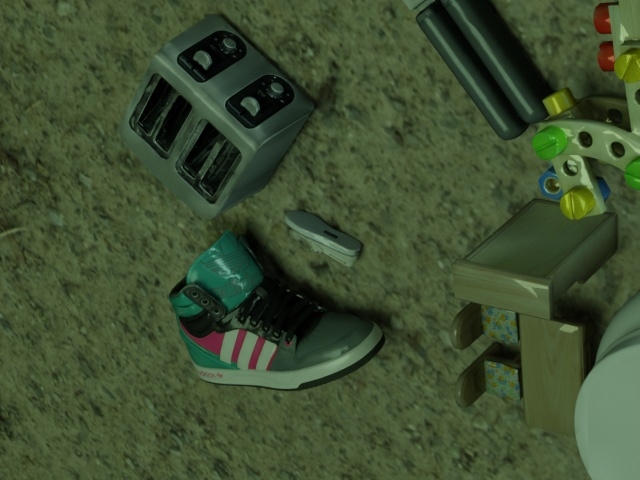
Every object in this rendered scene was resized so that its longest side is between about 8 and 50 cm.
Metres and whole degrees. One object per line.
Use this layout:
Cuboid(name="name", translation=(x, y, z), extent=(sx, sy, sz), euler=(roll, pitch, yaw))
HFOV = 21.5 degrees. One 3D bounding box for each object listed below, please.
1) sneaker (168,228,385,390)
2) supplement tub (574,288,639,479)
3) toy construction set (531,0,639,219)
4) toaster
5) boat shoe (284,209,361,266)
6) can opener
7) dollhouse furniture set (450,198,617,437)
Cuboid(name="sneaker", translation=(-0.070, 0.073, 1.994), extent=(0.296, 0.124, 0.178), euler=(-6, 121, 41))
Cuboid(name="supplement tub", translation=(0.390, 0.105, 1.493), extent=(0.241, 0.331, 0.241), euler=(19, 126, 29))
Cuboid(name="toy construction set", translation=(0.266, -0.176, 1.569), extent=(0.215, 0.151, 0.327), euler=(3, 127, 38))
Cuboid(name="toaster", translation=(-0.124, -0.135, 1.916), extent=(0.168, 0.110, 0.185), euler=(45, 134, 10))
Cuboid(name="boat shoe", translation=(0.000, 0.000, 1.950), extent=(0.100, 0.035, 0.035), euler=(27, 126, 16))
Cuboid(name="can opener", translation=(0.124, -0.220, 1.689), extent=(0.280, 0.093, 0.074), euler=(52, 134, -5))
Cuboid(name="dollhouse furniture set", translation=(0.229, 0.104, 1.740), extent=(0.212, 0.161, 0.242), euler=(12, 122, 33))
